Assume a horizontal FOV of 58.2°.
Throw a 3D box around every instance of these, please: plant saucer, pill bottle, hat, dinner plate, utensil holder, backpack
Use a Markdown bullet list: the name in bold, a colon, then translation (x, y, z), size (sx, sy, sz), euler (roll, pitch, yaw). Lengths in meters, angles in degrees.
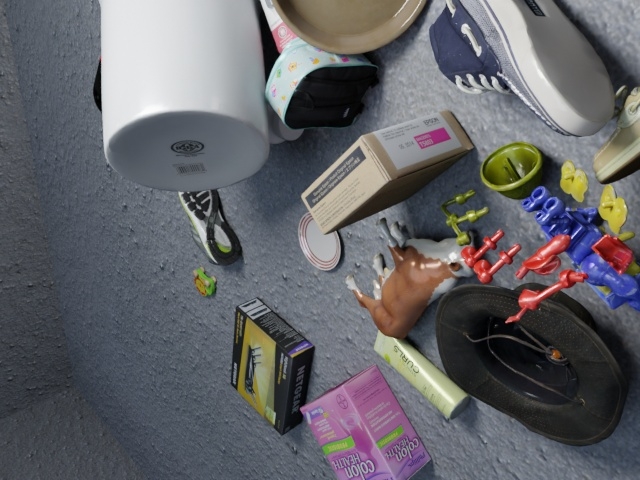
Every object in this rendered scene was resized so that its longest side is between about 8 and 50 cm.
- **plant saucer**: translation (0.046, -0.445, 0.927), size (0.277, 0.041, 0.278), euler (1, 123, 1)
- **pill bottle**: translation (-0.122, -0.269, 1.272), size (0.184, 0.103, 0.103), euler (20, 121, 43)
- **hat**: translation (0.336, 0.159, 0.904), size (0.331, 0.134, 0.331), euler (30, 146, 23)
- **dinner plate**: translation (0.000, 0.000, 1.327), size (0.141, 0.017, 0.141), euler (23, 124, 40)
- **utensil holder**: translation (-0.265, -0.333, 1.129), size (0.327, 0.327, 0.386), euler (-36, 55, 50)
- **backpack**: translation (-0.010, -0.293, 1.066), size (0.144, 0.188, 0.166), euler (52, 139, 18)

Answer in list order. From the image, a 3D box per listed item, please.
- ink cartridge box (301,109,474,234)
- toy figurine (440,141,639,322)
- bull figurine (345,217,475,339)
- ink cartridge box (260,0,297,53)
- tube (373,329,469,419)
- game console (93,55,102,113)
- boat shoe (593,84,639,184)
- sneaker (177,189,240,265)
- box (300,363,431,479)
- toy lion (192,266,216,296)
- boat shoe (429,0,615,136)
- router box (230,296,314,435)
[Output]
- **ink cartridge box**: translation (0.113, -0.116, 0.971), size (0.088, 0.234, 0.193), euler (60, 140, 9)
- **toy figurine**: translation (0.340, 0.020, 0.809), size (0.217, 0.363, 0.191), euler (36, 107, -19)
- **bull figurine**: translation (0.168, 0.066, 1.102), size (0.188, 0.101, 0.310), euler (52, 136, 24)
- **ink cartridge box**: translation (-0.041, -0.490, 1.088), size (0.158, 0.092, 0.218), euler (-17, 92, 51)
- **tube**: translation (0.199, 0.269, 1.196), size (0.070, 0.062, 0.240), euler (-51, 54, 3)
- **game console**: translation (-0.565, -0.433, 1.753), size (0.387, 0.060, 0.342), euler (53, 134, 16)
- **boat shoe**: translation (0.429, -0.189, 0.692), size (0.089, 0.104, 0.285), euler (53, 129, 24)
- **sneaker**: translation (-0.335, -0.058, 1.617), size (0.121, 0.111, 0.300), euler (-26, 85, 55)
- **box**: translation (0.097, 0.449, 1.346), size (0.243, 0.117, 0.213), euler (59, 140, 10)
- **toy lion**: translation (-0.364, 0.138, 1.801), size (0.100, 0.034, 0.096), euler (32, 136, 35)
- **boat shoe**: translation (0.261, -0.241, 0.796), size (0.158, 0.127, 0.341), euler (122, 142, -51)
- **router box**: translation (-0.143, 0.351, 1.603), size (0.242, 0.081, 0.309), euler (34, 130, 34)
